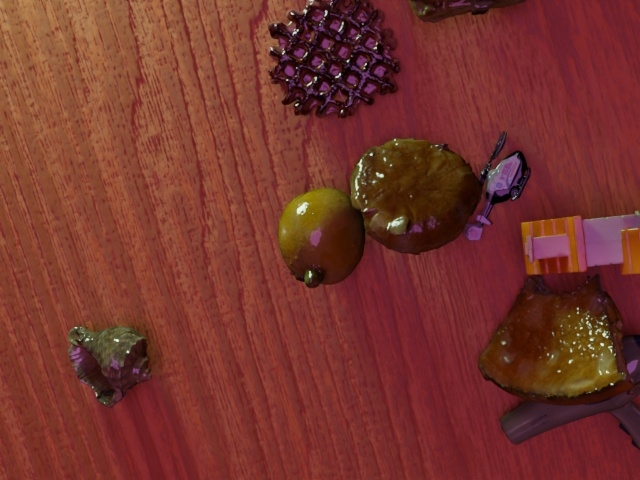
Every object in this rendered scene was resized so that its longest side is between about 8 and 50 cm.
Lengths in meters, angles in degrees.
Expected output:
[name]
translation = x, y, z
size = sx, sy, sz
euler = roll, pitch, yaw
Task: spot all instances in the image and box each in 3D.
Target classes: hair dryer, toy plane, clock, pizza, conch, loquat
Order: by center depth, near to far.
[clock]
translation = 0.462, 0.008, 1.473
size = 0.255, 0.220, 0.106
euler = -7, 89, 10
[pizza]
translation = 0.407, 0.169, 1.517
size = 0.089, 0.323, 0.223
euler = 27, 72, -31
[loquat]
translation = 0.000, 0.000, 1.563
size = 0.149, 0.172, 0.204
euler = 4, 52, 14
[toy plane]
translation = 0.309, -0.087, 1.577
size = 0.078, 0.053, 0.197
euler = 28, 99, 13
[hair dryer]
translation = 0.471, 0.324, 1.585
size = 0.295, 0.119, 0.298
euler = -15, 107, 16
[conch]
translation = -0.400, 0.228, 1.682
size = 0.207, 0.130, 0.155
euler = 19, 86, 20

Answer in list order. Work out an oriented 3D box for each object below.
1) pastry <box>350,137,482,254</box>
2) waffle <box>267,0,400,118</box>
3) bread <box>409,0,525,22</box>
[pastry]
translation = 0.164, -0.080, 1.535
size = 0.229, 0.100, 0.218
euler = -10, 58, -1
[waffle]
translation = 0.019, -0.324, 1.591
size = 0.234, 0.055, 0.221
euler = -19, 92, 6
[bread]
translation = 0.268, -0.563, 1.453
size = 0.314, 0.191, 0.370
euler = -12, 105, 17
